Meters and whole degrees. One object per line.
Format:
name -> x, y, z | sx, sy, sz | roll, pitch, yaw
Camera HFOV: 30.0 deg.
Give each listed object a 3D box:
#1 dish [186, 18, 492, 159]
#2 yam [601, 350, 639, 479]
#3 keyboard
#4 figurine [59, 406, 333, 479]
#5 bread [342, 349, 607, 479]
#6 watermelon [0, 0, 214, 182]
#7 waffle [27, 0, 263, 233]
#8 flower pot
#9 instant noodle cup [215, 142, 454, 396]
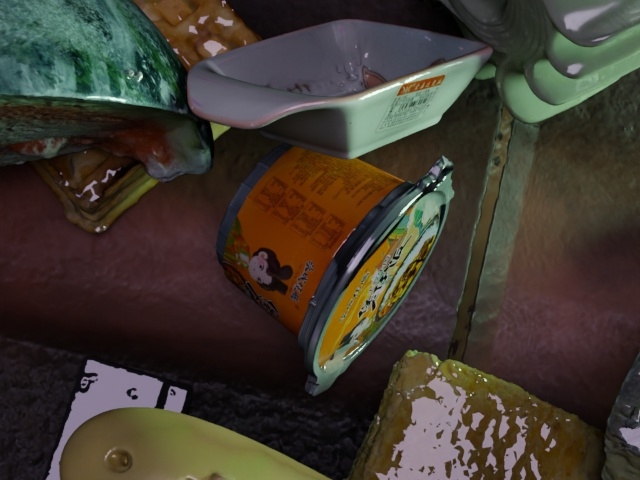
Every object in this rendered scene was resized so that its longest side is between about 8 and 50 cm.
dish -> 0.007, -0.108, 0.901 | 0.154, 0.234, 0.064 | 19, 120, 37
yam -> 0.359, 0.165, 0.862 | 0.271, 0.202, 0.201 | 22, 51, 23
keyboard -> -0.186, 0.250, 0.932 | 0.101, 0.018, 0.310 | 16, 78, 2
figurine -> -0.038, 0.219, 0.853 | 0.324, 0.222, 0.124 | 30, 73, -11
bread -> 0.126, 0.180, 0.923 | 0.196, 0.102, 0.138 | 27, 81, 1
watermelon -> -0.236, -0.101, 0.828 | 0.320, 0.289, 0.214 | 37, 109, -7
waffle -> -0.209, -0.182, 0.985 | 0.213, 0.091, 0.308 | -41, 82, -10
flower pot -> 0.144, -0.289, 0.944 | 0.164, 0.254, 0.367 | -29, 80, -9
instant noodle cup -> 0.000, 0.000, 0.927 | 0.125, 0.177, 0.208 | 33, 90, 17
